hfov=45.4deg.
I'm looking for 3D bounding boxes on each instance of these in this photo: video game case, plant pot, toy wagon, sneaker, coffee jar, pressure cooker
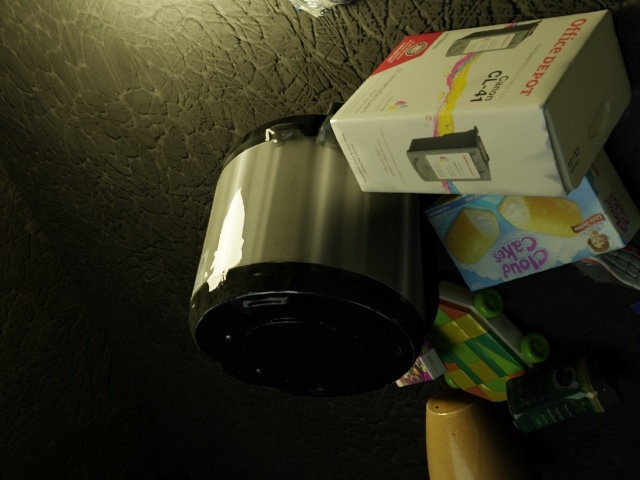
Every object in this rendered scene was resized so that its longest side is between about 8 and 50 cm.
[{"bbox_3d":[0.148,0.186,1.523,0.210,0.042,0.232,58,164,6],"label":"video game case"},{"bbox_3d":[0.321,0.440,1.610,0.237,0.237,0.254,-5,110,49],"label":"plant pot"},{"bbox_3d":[0.260,0.169,1.465,0.344,0.068,0.267,44,147,-4],"label":"toy wagon"},{"bbox_3d":[0.006,-0.361,1.134,0.135,0.052,0.058,20,152,41],"label":"sneaker"},{"bbox_3d":[0.434,0.038,1.152,0.158,0.061,0.065,33,157,32],"label":"sneaker"},{"bbox_3d":[0.421,0.264,1.328,0.184,0.096,0.079,-23,121,24],"label":"coffee jar"},{"bbox_3d":[-0.005,-0.002,1.248,0.370,0.420,0.375,-18,138,28],"label":"pressure cooker"}]

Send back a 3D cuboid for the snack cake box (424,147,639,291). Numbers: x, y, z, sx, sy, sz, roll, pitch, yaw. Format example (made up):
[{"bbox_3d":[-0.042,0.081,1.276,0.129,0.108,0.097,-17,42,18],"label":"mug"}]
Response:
[{"bbox_3d":[0.303,-0.036,1.115,0.264,0.089,0.152,-24,100,46],"label":"snack cake box"}]

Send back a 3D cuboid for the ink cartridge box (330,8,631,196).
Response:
[{"bbox_3d":[0.202,-0.172,0.982,0.306,0.226,0.131,3,133,43],"label":"ink cartridge box"}]

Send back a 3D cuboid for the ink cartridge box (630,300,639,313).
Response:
[{"bbox_3d":[0.583,0.092,0.984,0.176,0.069,0.371,40,149,1],"label":"ink cartridge box"}]
